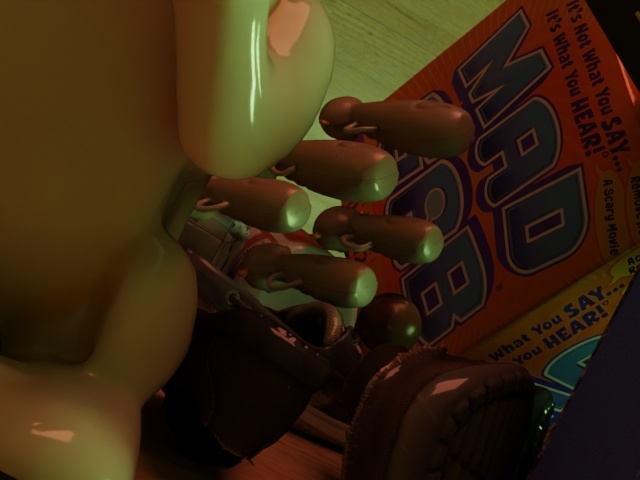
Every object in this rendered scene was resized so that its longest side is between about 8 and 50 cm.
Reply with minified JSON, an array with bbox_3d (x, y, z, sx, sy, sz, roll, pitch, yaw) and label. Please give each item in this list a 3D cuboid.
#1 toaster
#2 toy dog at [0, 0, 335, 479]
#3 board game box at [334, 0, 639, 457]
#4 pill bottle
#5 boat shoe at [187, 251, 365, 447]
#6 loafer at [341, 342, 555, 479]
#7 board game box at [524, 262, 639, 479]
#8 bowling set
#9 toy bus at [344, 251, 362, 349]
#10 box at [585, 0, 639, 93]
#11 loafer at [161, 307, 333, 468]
[{"bbox_3d":[-0.153,-0.008,1.107,0.146,0.129,0.227,32,0,-9],"label":"toaster"},{"bbox_3d":[-0.101,-0.119,0.653,0.284,0.408,0.395,29,3,10],"label":"toy dog"},{"bbox_3d":[0.275,0.000,1.279,0.356,0.356,0.356,26,41,-35],"label":"board game box"},{"bbox_3d":[-0.043,0.045,1.198,0.121,0.121,0.216,27,4,-14],"label":"pill bottle"},{"bbox_3d":[-0.011,0.091,0.947,0.285,0.092,0.103,26,3,-35],"label":"boat shoe"},{"bbox_3d":[0.065,0.134,0.811,0.130,0.134,0.366,18,-6,17],"label":"loafer"},{"bbox_3d":[0.275,0.177,0.723,0.291,0.232,0.141,27,2,-30],"label":"board game box"},{"bbox_3d":[0.000,0.000,1.029,0.154,0.200,0.287,12,23,39],"label":"bowling set"},{"bbox_3d":[0.030,0.081,1.394,0.104,0.202,0.191,-3,2,14],"label":"toy bus"},{"bbox_3d":[0.337,-0.065,0.923,0.395,0.097,0.318,25,36,-55],"label":"box"},{"bbox_3d":[-0.065,0.086,0.710,0.080,0.078,0.220,36,-16,-7],"label":"loafer"}]
